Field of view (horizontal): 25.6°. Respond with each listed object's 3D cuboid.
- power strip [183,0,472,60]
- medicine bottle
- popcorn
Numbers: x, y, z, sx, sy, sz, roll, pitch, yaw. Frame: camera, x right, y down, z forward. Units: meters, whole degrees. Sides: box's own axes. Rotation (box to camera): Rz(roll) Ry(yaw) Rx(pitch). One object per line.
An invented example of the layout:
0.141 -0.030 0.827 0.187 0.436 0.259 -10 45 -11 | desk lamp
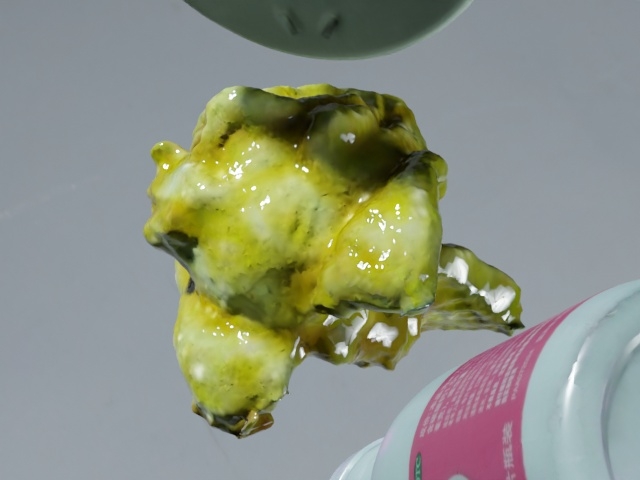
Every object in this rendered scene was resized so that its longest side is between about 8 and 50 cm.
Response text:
0.010 -0.312 1.038 0.357 0.357 0.161 21 48 9 | power strip
0.063 0.079 0.436 0.090 0.216 0.090 6 71 -17 | medicine bottle
0.009 -0.007 1.241 0.321 0.325 0.290 -17 96 -14 | popcorn
